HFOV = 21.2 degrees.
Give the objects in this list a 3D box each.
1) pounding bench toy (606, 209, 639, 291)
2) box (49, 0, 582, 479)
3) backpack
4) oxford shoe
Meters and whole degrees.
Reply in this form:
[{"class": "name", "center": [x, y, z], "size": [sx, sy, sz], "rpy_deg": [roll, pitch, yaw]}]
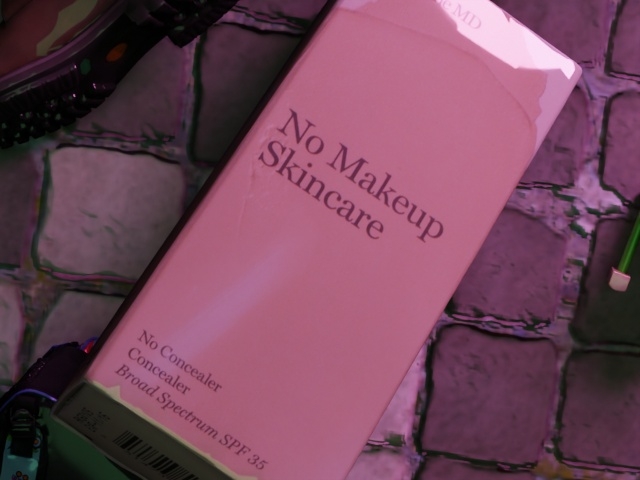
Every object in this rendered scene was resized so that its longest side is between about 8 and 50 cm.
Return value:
[{"class": "pounding bench toy", "center": [0.213, -0.006, 1.046], "size": [0.083, 0.052, 0.065], "rpy_deg": [-8, 97, -2]}, {"class": "box", "center": [0.000, 0.000, 0.942], "size": [0.148, 0.121, 0.311], "rpy_deg": [33, 68, -6]}, {"class": "backpack", "center": [-0.148, 0.168, 1.015], "size": [0.158, 0.117, 0.173], "rpy_deg": [35, 112, -6]}, {"class": "oxford shoe", "center": [-0.156, -0.128, 1.010], "size": [0.227, 0.083, 0.096], "rpy_deg": [-34, 75, 3]}]
